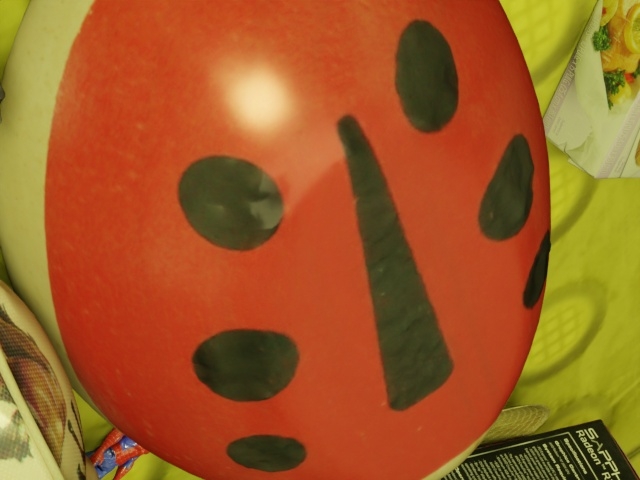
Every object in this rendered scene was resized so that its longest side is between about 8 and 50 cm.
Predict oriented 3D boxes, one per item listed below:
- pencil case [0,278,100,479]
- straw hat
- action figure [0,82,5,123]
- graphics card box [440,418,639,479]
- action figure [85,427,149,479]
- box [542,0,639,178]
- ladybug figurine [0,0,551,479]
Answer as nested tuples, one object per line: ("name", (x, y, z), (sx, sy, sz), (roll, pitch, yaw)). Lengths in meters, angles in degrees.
("pencil case", (-0.294, 0.165, 0.621), (0.410, 0.160, 0.183), (-29, 124, -11))
("straw hat", (0.088, 0.124, 0.991), (0.144, 0.061, 0.144), (-21, 157, -9))
("action figure", (-0.223, -0.064, 0.499), (0.276, 0.141, 0.164), (-54, 129, -52))
("graphics card box", (0.042, 0.252, 1.011), (0.371, 0.094, 0.233), (-8, 148, -36))
("action figure", (-0.136, 0.138, 0.851), (0.115, 0.030, 0.038), (-31, 135, -17))
("box", (0.232, -0.185, 0.827), (0.067, 0.063, 0.324), (-4, 128, -39))
("ladybug figurine", (0.000, 0.000, 0.726), (0.305, 0.162, 0.449), (-35, 141, -9))
